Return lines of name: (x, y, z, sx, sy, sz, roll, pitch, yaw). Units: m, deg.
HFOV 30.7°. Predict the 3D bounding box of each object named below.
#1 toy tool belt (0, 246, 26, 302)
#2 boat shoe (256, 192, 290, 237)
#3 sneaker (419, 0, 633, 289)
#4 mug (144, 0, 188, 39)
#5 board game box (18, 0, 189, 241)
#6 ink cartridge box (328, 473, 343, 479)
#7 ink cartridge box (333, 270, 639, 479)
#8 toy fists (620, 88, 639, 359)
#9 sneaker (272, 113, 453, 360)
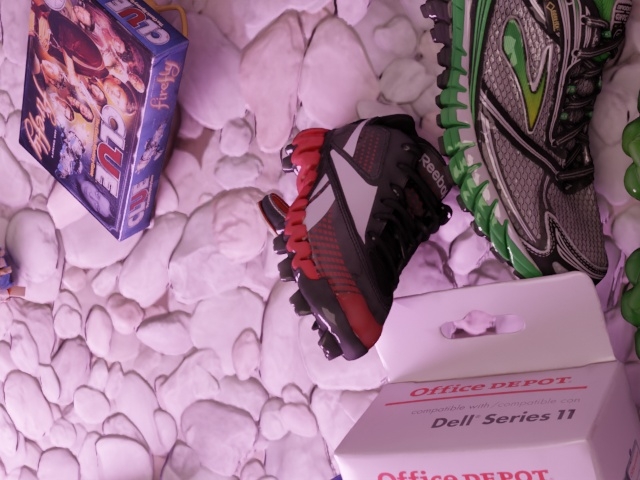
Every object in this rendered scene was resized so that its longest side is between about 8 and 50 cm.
toy tool belt: (-0.351, 0.028, 1.252, 0.051, 0.052, 0.083, -19, 89, -1)
boat shoe: (0.000, 0.000, 1.041, 0.137, 0.049, 0.043, 43, 111, 16)
sneaker: (0.166, -0.126, 0.882, 0.146, 0.134, 0.344, -12, 89, 30)
mug: (-0.170, -0.202, 1.118, 0.062, 0.078, 0.064, 155, 111, -71)
board game box: (-0.210, -0.135, 1.093, 0.165, 0.042, 0.243, 42, 140, 20)
ink cartridge box: (0.025, 0.368, 0.989, 0.065, 0.186, 0.311, -25, 83, 32)
ink cartridge box: (0.146, 0.214, 0.885, 0.207, 0.119, 0.353, -10, 108, 30)
toy fists: (0.288, -0.010, 0.847, 0.142, 0.096, 0.279, 3, 98, 31)
sneaker: (0.040, -0.018, 0.919, 0.135, 0.276, 0.098, -19, 122, 14)
